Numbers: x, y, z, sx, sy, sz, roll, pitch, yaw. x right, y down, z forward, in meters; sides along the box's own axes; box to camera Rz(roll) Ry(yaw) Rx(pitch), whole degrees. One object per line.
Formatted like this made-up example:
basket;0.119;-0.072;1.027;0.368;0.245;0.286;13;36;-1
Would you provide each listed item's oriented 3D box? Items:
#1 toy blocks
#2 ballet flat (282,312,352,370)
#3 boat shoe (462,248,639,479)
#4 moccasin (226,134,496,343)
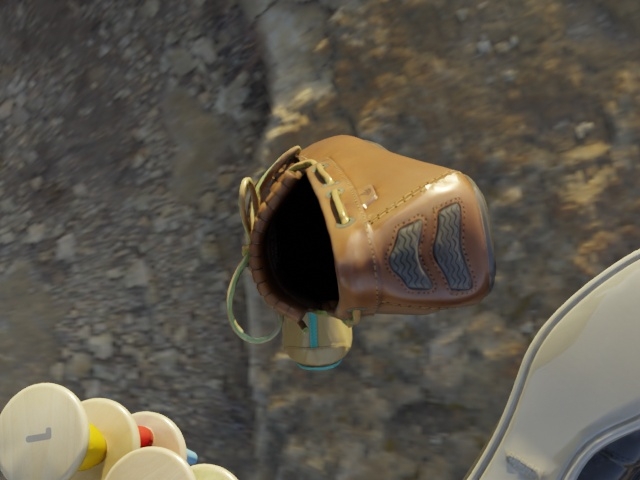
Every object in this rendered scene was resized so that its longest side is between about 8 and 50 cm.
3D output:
toy blocks;-0.077;0.124;0.867;0.123;0.148;0.054;27;89;28
ballet flat;0.000;0.043;1.585;0.080;0.232;0.073;-6;109;-1
boat shoe;0.182;0.144;1.222;0.112;0.095;0.335;38;95;30
moccasin;0.000;0.003;1.289;0.147;0.380;0.139;-12;103;-15
